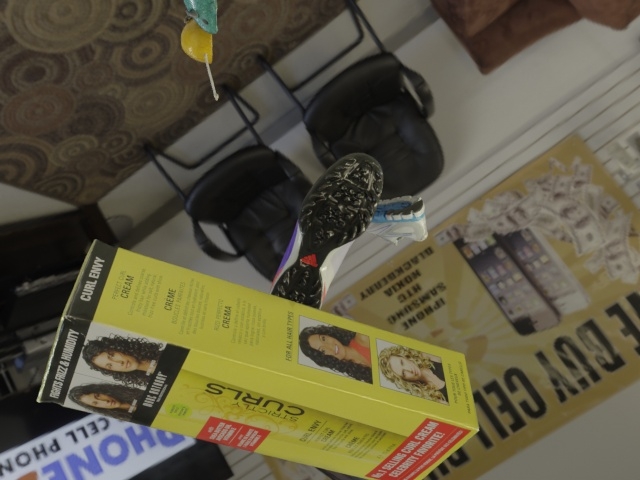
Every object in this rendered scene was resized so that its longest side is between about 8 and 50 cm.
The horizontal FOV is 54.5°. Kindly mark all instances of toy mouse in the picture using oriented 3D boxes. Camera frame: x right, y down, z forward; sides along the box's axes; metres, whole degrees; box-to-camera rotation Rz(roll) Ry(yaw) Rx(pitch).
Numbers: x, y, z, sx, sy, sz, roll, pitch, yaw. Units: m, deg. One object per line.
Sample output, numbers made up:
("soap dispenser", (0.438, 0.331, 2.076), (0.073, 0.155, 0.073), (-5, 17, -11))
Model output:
("toy mouse", (-0.115, -0.237, 0.570), (0.031, 0.160, 0.143), (-4, 149, -14))

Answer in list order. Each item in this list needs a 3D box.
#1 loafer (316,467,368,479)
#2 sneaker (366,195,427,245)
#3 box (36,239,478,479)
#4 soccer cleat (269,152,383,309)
("loafer", (0.002, 0.380, 1.121), (0.109, 0.303, 0.095), (-26, 139, -55))
("sneaker", (0.100, -0.028, 1.060), (0.191, 0.082, 0.071), (9, -138, 44))
("box", (-0.031, 0.079, 0.361), (0.232, 0.058, 0.087), (20, 129, -17))
("soccer cleat", (0.000, 0.000, 1.003), (0.116, 0.109, 0.318), (-91, -154, -75))
